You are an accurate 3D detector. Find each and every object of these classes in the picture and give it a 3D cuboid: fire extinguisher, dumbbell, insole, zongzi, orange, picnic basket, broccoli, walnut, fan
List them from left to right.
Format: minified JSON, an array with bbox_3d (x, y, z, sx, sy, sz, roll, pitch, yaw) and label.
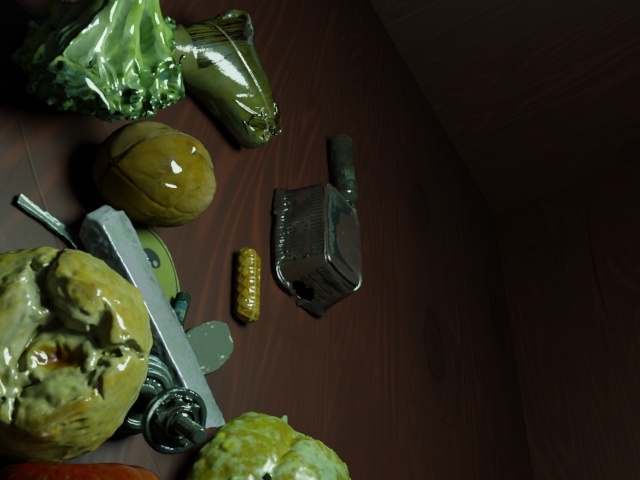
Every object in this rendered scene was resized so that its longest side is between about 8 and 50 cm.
[{"bbox_3d":[-0.312,-0.299,0.962,0.247,0.246,0.288,2,26,-26],"label":"broccoli"},{"bbox_3d":[-0.308,0.040,0.978,0.335,0.011,0.230,46,33,-39],"label":"fan"},{"bbox_3d":[-0.252,-0.101,1.034,0.207,0.167,0.168,12,59,-61],"label":"walnut"},{"bbox_3d":[-0.199,0.206,0.817,0.110,0.254,0.110,-1,92,-35],"label":"dumbbell"},{"bbox_3d":[-0.223,0.122,1.047,0.083,0.025,0.038,-84,150,-45],"label":"fire extinguisher"},{"bbox_3d":[-0.207,0.183,1.061,0.248,0.011,0.081,-14,86,-66],"label":"insole"},{"bbox_3d":[-0.222,-0.297,1.318,0.300,0.145,0.274,-30,103,-48],"label":"zongzi"},{"bbox_3d":[-0.036,0.422,0.990,0.369,0.210,0.271,59,29,-14],"label":"orange"},{"bbox_3d":[0.000,0.000,1.488,0.222,0.129,0.297,43,34,-40],"label":"picnic basket"},{"bbox_3d":[0.059,-0.177,1.814,0.089,0.072,0.268,48,31,-49],"label":"fire extinguisher"}]

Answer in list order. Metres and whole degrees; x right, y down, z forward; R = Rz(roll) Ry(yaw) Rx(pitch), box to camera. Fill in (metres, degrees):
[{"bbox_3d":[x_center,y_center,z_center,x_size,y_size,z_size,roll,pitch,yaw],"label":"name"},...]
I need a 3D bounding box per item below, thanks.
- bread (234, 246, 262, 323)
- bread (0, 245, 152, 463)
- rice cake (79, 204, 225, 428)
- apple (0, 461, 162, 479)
[{"bbox_3d":[-0.136,0.083,1.248,0.052,0.044,0.157,44,34,-47],"label":"bread"},{"bbox_3d":[-0.300,0.114,0.721,0.244,0.134,0.245,6,72,-20],"label":"bread"},{"bbox_3d":[-0.242,0.119,0.956,0.365,0.056,0.072,65,17,-4],"label":"rice cake"},{"bbox_3d":[-0.242,0.323,0.638,0.230,0.229,0.230,44,34,-41],"label":"apple"}]
